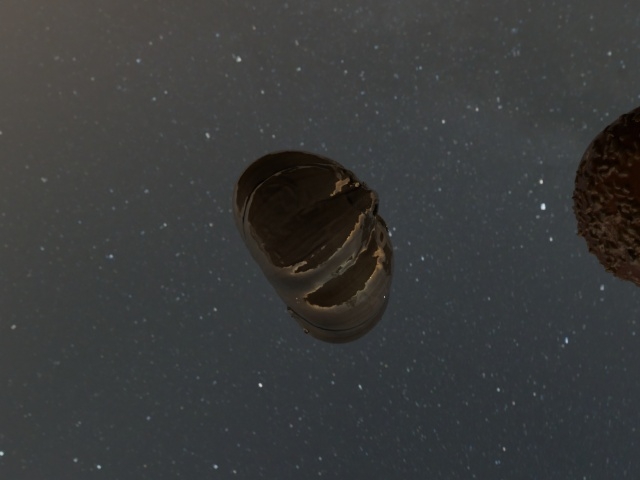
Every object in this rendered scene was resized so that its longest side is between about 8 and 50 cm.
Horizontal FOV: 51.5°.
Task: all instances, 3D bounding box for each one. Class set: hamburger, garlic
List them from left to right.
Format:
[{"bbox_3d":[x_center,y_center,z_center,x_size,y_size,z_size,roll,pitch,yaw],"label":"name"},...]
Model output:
[{"bbox_3d":[0.000,-0.002,0.737,0.152,0.228,0.228,-34,-134,-10],"label":"garlic"},{"bbox_3d":[0.501,-0.062,0.903,0.225,0.291,0.291,-19,-144,-38],"label":"hamburger"}]
